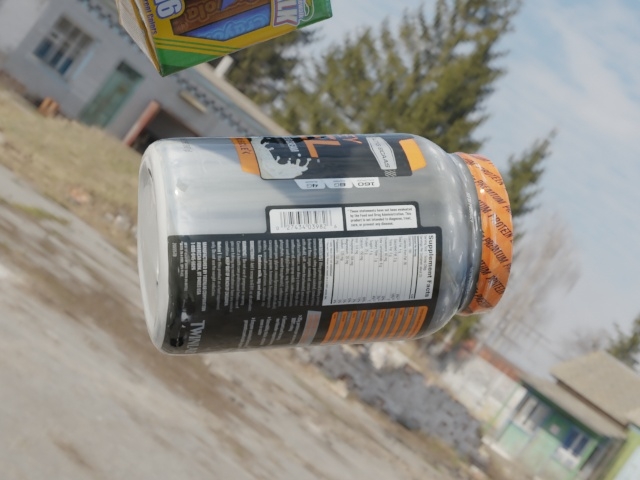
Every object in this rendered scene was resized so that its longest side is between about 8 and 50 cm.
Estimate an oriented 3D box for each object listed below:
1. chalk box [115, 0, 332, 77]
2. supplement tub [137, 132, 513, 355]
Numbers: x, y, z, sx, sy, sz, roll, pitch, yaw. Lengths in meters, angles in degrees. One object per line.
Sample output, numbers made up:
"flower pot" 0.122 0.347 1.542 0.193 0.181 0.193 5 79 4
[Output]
"chalk box" -0.102 -0.347 1.393 0.180 0.289 0.179 -128 -158 -50
"supplement tub" 0.000 0.000 1.062 0.316 0.194 0.193 -2 11 -16
